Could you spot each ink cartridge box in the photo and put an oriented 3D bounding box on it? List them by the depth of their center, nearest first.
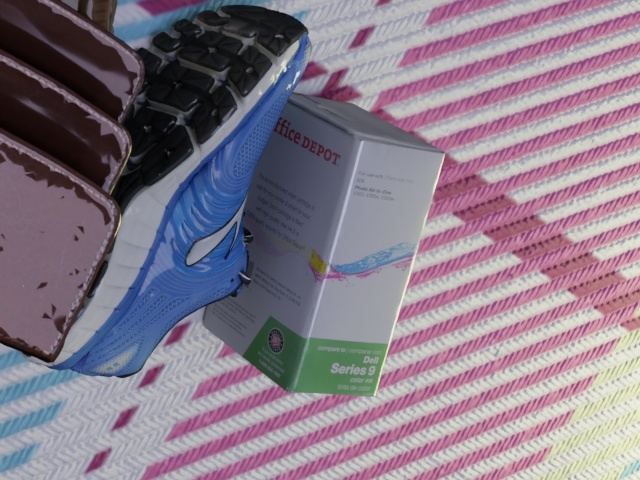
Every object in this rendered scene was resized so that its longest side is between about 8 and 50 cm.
[{"bbox_3d":[0.000,0.000,1.455,0.093,0.154,0.212,6,105,-33],"label":"ink cartridge box"}]

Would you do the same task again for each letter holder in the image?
[{"bbox_3d":[-0.276,-0.088,1.201,0.302,0.152,0.214,24,99,-19],"label":"letter holder"}]

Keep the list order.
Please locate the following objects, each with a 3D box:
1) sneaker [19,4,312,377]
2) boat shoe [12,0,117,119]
[{"bbox_3d":[-0.110,-0.035,1.413,0.330,0.130,0.147,-55,140,2],"label":"sneaker"},{"bbox_3d":[-0.193,-0.193,1.316,0.105,0.089,0.285,3,105,-12],"label":"boat shoe"}]
